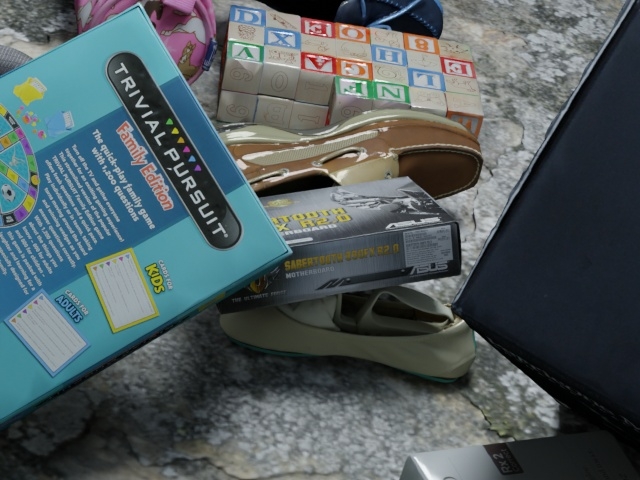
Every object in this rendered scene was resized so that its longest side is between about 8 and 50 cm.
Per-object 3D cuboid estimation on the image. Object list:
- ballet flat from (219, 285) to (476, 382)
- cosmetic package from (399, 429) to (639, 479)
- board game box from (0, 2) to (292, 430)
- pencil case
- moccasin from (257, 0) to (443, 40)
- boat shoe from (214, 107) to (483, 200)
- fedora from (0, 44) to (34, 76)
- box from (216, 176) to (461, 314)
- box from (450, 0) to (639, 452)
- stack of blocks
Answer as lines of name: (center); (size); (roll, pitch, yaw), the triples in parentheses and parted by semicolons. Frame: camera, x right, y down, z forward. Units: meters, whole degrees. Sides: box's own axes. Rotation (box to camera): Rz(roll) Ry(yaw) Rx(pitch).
ballet flat: (0.031, 0.071, 1.511); (0.248, 0.086, 0.086); (9, 35, -5)
cosmetic package: (0.161, 0.258, 1.228); (0.183, 0.151, 0.151); (-4, 37, -23)
board game box: (-0.234, -0.008, 1.327); (0.336, 0.079, 0.254); (-30, 87, -17)
pencil case: (-0.219, -0.328, 1.914); (0.167, 0.160, 0.386); (-10, 36, -6)
moccasin: (0.002, -0.291, 1.960); (0.342, 0.137, 0.117); (17, 58, -27)
boat shoe: (0.017, -0.054, 1.666); (0.324, 0.123, 0.120); (-7, 44, -14)
fedora: (-0.350, -0.064, 1.489); (0.275, 0.244, 0.124); (-12, 13, -41)
box: (0.000, 0.000, 1.508); (0.231, 0.056, 0.183); (-8, 18, -9)
box: (0.417, 0.092, 1.236); (0.480, 0.297, 0.472); (30, -4, 23)
stack of blocks: (0.031, -0.176, 1.854); (0.297, 0.087, 0.171); (9, 35, -7)
